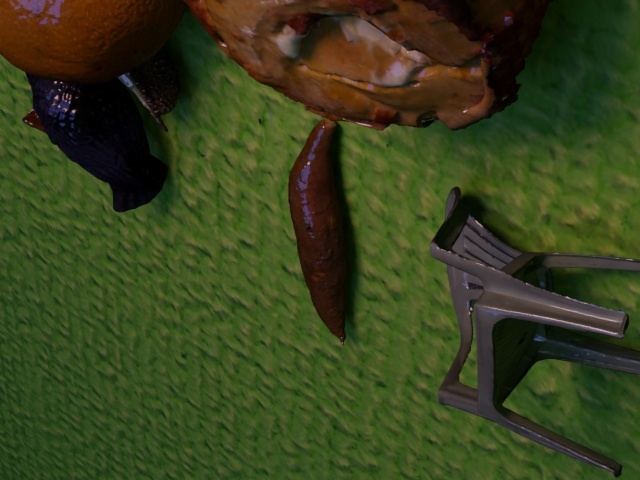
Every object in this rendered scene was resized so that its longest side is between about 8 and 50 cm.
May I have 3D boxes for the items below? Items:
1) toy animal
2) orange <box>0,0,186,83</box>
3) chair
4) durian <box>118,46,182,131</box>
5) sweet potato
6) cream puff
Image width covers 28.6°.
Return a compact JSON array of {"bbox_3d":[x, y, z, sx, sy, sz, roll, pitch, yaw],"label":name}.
[{"bbox_3d":[-0.308,-0.166,1.615,0.298,0.122,0.185,53,158,-11],"label":"toy animal"},{"bbox_3d":[-0.274,-0.302,1.395,0.264,0.264,0.264,28,137,30],"label":"orange"},{"bbox_3d":[0.206,0.075,1.258,0.275,0.190,0.203,17,130,28],"label":"chair"},{"bbox_3d":[-0.210,-0.203,1.542,0.140,0.071,0.110,55,-176,-12],"label":"durian"},{"bbox_3d":[0.000,0.000,1.489,0.066,0.072,0.314,9,125,25],"label":"sweet potato"},{"bbox_3d":[0.043,-0.251,1.093,0.350,0.228,0.350,15,160,5],"label":"cream puff"}]
